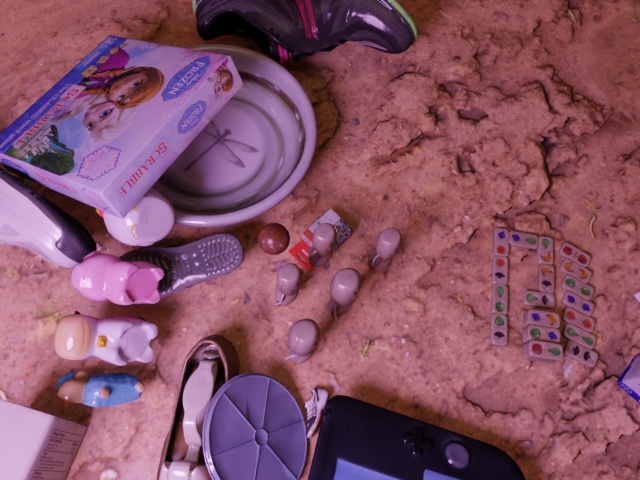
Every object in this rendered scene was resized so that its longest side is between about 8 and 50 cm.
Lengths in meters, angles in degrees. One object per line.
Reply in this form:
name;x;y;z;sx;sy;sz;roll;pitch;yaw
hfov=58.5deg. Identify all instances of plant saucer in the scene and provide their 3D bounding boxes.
plant saucer;-0.208;-0.193;1.108;0.400;0.100;0.401;1;66;-3

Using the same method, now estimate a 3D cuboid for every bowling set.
bowling set;-0.011;0.049;0.989;0.200;0.154;0.287;42;70;13

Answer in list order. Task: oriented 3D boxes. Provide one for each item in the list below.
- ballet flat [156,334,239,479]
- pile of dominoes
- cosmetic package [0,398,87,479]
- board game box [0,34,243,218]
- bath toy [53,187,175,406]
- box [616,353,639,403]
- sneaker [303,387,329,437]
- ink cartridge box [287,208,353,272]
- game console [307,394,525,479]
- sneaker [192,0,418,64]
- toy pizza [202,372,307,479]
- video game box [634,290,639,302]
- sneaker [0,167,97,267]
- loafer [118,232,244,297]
ballet flat;-0.192;0.308;0.883;0.116;0.124;0.343;6;67;4
pile of dominoes;0.419;0.099;1.059;0.195;0.040;0.251;9;67;0
cosmetic package;-0.469;0.393;0.811;0.113;0.160;0.310;15;66;3
board game box;-0.347;-0.211;0.967;0.318;0.066;0.319;19;61;30
bath toy;-0.338;0.080;0.925;0.129;0.151;0.348;9;86;43
box;0.595;0.247;0.954;0.126;0.137;0.072;42;71;13
sneaker;-0.013;0.288;0.958;0.036;0.032;0.083;15;58;11
ink cartridge box;0.000;0.000;1.078;0.115;0.029;0.063;-41;76;-19
game console;0.133;0.433;0.800;0.341;0.060;0.387;22;44;-4
sneaker;-0.037;-0.451;1.213;0.482;0.185;0.202;11;85;4
toy pizza;-0.102;0.309;0.892;0.201;0.032;0.201;24;54;-37
video game box;0.726;0.131;1.062;0.205;0.048;0.187;-25;73;-13
sneaker;-0.616;-0.009;0.993;0.447;0.169;0.258;29;77;17
loafer;-0.249;0.050;1.018;0.251;0.087;0.094;-10;85;6
